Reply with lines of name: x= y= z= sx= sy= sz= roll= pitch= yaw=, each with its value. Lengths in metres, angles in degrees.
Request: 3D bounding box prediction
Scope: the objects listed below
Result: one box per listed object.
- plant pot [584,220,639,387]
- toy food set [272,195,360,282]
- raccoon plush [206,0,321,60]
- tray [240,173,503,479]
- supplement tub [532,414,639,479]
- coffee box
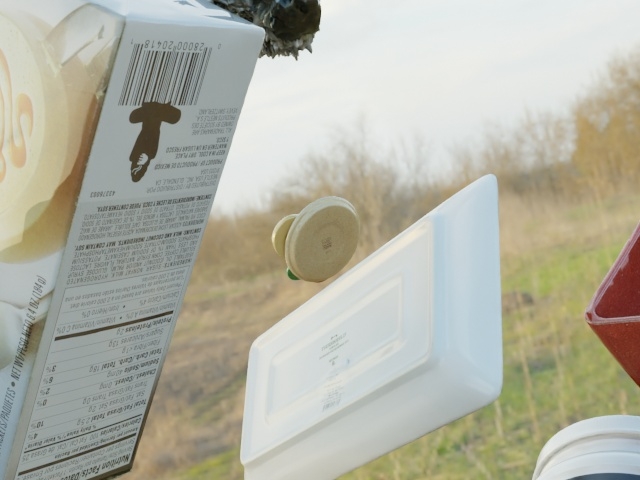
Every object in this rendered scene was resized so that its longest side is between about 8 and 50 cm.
plant pot: x=0.390 y=0.056 z=0.812 sx=0.267 sy=0.235 sz=0.267 roll=-8 pitch=30 yaw=45
toy food set: x=0.000 y=0.000 z=1.026 sx=0.083 sy=0.082 sz=0.020 roll=-40 pitch=40 yaw=-16
raccoon plush: x=-0.174 y=-0.248 z=1.149 sx=0.299 sy=0.216 sz=0.446 roll=-9 pitch=-9 yaw=-12
tray: x=0.017 y=0.072 z=0.734 sx=0.030 sy=0.145 sz=0.270 roll=20 pitch=-35 yaw=-26
supplement tub: x=0.250 y=0.299 z=0.963 sx=0.191 sy=0.191 sz=0.272 roll=-14 pitch=32 yaw=26
coffee box: x=-0.140 y=-0.012 z=0.563 sx=0.141 sy=0.246 sz=0.098 roll=30 pitch=22 yaw=28
